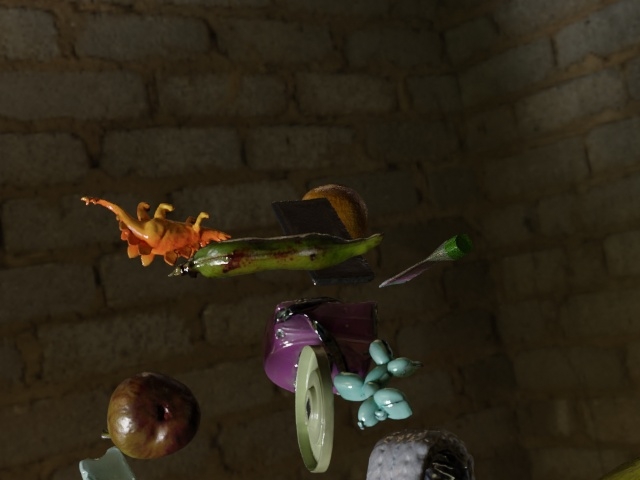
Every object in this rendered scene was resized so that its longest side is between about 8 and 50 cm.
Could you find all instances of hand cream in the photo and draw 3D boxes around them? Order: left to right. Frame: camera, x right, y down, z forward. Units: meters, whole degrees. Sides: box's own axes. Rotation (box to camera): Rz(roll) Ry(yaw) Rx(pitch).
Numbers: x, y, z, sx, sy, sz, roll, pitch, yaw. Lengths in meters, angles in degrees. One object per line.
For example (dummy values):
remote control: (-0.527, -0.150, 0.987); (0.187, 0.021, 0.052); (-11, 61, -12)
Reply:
hand cream: (0.244, 0.055, 2.114); (0.079, 0.050, 0.275); (20, 150, -26)

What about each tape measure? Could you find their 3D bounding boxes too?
tape measure: (-0.004, 0.216, 1.893); (0.232, 0.149, 0.245); (1, 139, -2)

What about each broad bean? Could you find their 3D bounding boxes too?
broad bean: (-0.068, 0.021, 1.422); (0.339, 0.061, 0.077); (-5, 167, -1)

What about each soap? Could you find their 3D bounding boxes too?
soap: (-0.299, 0.418, 1.380); (0.067, 0.198, 0.119); (-20, -136, -23)

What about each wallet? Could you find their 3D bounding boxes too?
wallet: (0.000, 0.001, 1.703); (0.124, 0.244, 0.025); (-4, 130, -25)

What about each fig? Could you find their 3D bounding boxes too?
fig: (-0.349, 0.350, 1.760); (0.170, 0.145, 0.274); (30, 140, -23)

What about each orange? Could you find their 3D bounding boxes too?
orange: (0.028, -0.049, 2.335); (0.206, 0.206, 0.206); (-10, 176, -1)

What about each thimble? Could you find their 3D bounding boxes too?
thimble: (0.218, 0.524, 1.976); (0.217, 0.245, 0.157); (35, 150, -28)

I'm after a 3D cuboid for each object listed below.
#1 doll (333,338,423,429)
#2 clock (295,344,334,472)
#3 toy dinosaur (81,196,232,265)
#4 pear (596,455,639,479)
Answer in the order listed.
doll: (0.099, 0.250, 1.561); (0.159, 0.059, 0.159); (-42, -146, -23)
clock: (-0.012, 0.308, 1.698); (0.029, 0.234, 0.235); (0, 174, -12)
toy dinosaur: (-0.302, -0.009, 1.700); (0.289, 0.117, 0.070); (11, 167, -19)
pear: (0.546, 0.476, 1.473); (0.288, 0.375, 0.287); (20, -169, -4)
